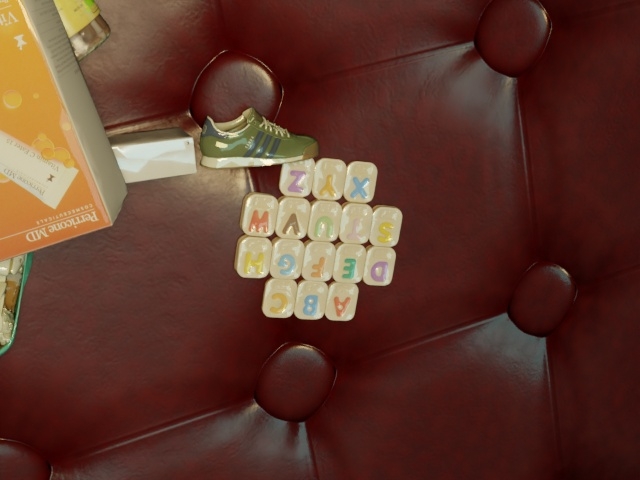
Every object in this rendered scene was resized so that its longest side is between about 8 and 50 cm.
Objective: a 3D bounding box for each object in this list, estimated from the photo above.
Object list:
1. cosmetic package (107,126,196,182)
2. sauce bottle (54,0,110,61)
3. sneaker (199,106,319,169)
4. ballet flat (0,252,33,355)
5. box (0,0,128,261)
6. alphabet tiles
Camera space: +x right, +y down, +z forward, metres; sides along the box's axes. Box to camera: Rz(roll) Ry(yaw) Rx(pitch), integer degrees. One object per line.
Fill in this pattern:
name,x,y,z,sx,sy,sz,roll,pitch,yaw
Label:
cosmetic package,-0.310,-0.116,1.389,0.239,0.099,0.060,-9,107,-18
sauce bottle,-0.418,-0.391,1.263,0.111,0.111,0.344,-37,116,-8
sneaker,-0.094,-0.164,1.476,0.192,0.064,0.086,-7,112,-16
ballet flat,-0.464,0.059,1.383,0.083,0.087,0.247,6,102,-22
box,-0.410,-0.164,1.194,0.215,0.168,0.345,-18,108,2
alphabet tiles,0.000,0.000,1.583,0.284,0.021,0.278,5,103,-23
